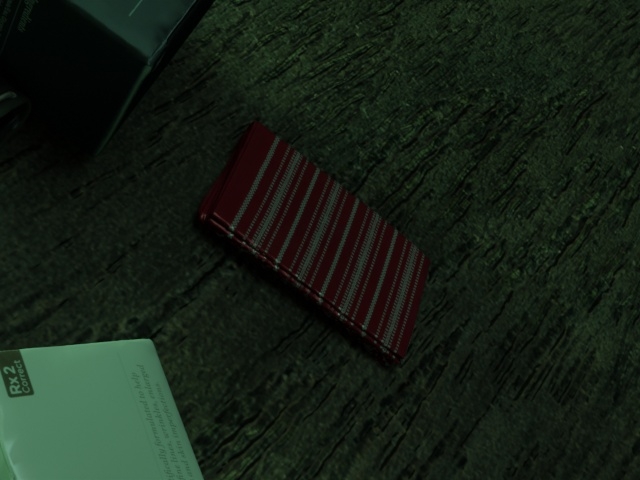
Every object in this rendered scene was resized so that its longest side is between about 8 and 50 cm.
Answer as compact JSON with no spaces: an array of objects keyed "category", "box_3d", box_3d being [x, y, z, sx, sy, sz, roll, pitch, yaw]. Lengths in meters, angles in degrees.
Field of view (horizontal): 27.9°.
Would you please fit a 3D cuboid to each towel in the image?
[{"category":"towel","box_3d":[0.000,0.000,1.428,0.275,0.031,0.199,38,37,-13]}]

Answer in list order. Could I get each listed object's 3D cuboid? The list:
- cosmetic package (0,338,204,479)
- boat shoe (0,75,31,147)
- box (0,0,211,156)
[{"category":"cosmetic package","box_3d":[-0.204,0.185,0.954,0.151,0.184,0.151,-2,59,-43]},{"category":"boat shoe","box_3d":[-0.334,-0.054,1.105,0.095,0.112,0.335,28,38,-14]},{"category":"box","box_3d":[-0.277,-0.333,1.239,0.395,0.212,0.293,36,59,-7]}]
